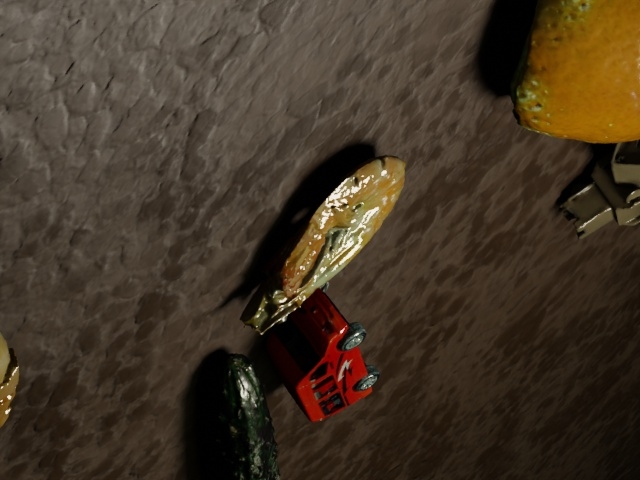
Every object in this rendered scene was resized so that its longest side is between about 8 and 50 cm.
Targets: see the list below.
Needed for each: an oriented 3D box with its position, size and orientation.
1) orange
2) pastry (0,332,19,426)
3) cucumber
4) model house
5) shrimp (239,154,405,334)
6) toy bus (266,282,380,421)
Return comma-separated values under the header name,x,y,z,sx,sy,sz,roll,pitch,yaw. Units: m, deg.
name,x,y,z,sx,sy,sz,roll,pitch,yaw
orange,0.324,-0.225,1.675,0.334,0.196,0.262,-19,131,-36
pastry,-0.290,0.119,1.245,0.153,0.081,0.153,-42,149,-32
cucumber,-0.081,0.213,1.751,0.072,0.081,0.303,-12,149,-6
model house,0.419,-0.065,2.058,0.243,0.204,0.211,-31,156,3
shrimp,-0.001,-0.001,1.589,0.217,0.051,0.115,-46,150,-3
toy bus,-0.003,0.113,1.730,0.089,0.081,0.195,-34,155,-7
